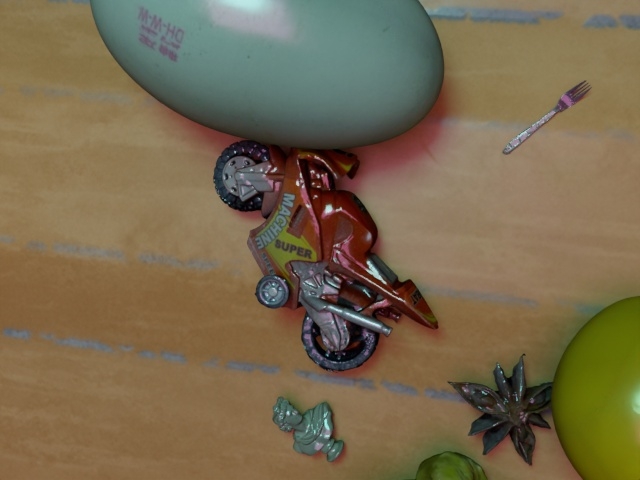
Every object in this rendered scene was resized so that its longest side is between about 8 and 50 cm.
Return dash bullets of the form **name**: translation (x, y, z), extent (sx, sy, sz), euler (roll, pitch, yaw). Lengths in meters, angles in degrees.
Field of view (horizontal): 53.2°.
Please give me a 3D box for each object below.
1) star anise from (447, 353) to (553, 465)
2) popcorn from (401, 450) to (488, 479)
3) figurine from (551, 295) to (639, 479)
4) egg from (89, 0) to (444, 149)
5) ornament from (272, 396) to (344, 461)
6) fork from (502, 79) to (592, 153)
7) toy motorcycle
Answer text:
- **star anise**: translation (0.201, 0.181, 0.713), extent (0.129, 0.056, 0.124), euler (21, 94, -7)
- **popcorn**: translation (0.125, 0.373, 0.654), extent (0.241, 0.235, 0.250), euler (-39, 69, 12)
- **figurine**: translation (0.391, 0.199, 0.628), extent (0.343, 0.215, 0.187), euler (32, 143, -4)
- **egg**: translation (-0.053, -0.215, 0.650), extent (0.370, 0.230, 0.230), euler (20, 97, 4)
- **ornament**: translation (-0.015, 0.225, 0.766), extent (0.092, 0.041, 0.068), euler (12, 101, 0)
- **fork**: translation (0.250, -0.135, 0.713), extent (0.115, 0.012, 0.016), euler (-41, 82, 15)
- **toy motorcycle**: translation (-0.001, 0.001, 0.723), extent (0.171, 0.089, 0.298), euler (-31, 88, 9)
